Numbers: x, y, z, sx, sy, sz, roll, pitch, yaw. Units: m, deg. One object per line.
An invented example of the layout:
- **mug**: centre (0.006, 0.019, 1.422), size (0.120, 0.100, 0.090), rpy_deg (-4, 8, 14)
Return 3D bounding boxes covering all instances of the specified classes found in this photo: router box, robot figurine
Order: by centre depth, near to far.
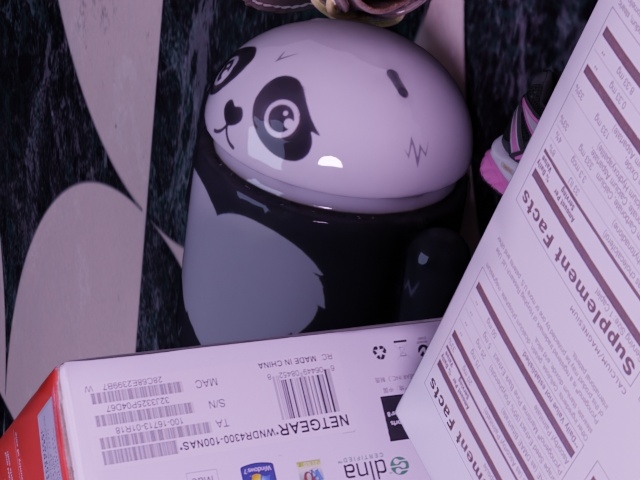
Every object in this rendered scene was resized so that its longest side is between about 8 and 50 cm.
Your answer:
- **router box**: centre (-0.003, 0.126, 0.754), size (0.301, 0.335, 0.082), rpy_deg (135, 125, -59)
- **robot figurine**: centre (-0.003, 0.000, 0.908), size (0.173, 0.209, 0.278), rpy_deg (-62, -15, -61)

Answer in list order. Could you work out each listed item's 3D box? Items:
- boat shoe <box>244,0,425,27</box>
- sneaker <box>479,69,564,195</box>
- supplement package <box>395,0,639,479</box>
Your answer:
- **boat shoe**: centre (0.033, -0.186, 0.881), size (0.324, 0.116, 0.097), rpy_deg (-14, 78, 58)
- **sneaker**: centre (0.146, -0.037, 0.728), size (0.178, 0.072, 0.077), rpy_deg (39, 118, 49)
- **supplement package**: centre (0.186, 0.041, 0.503), size (0.198, 0.199, 0.263), rpy_deg (63, 146, 37)
